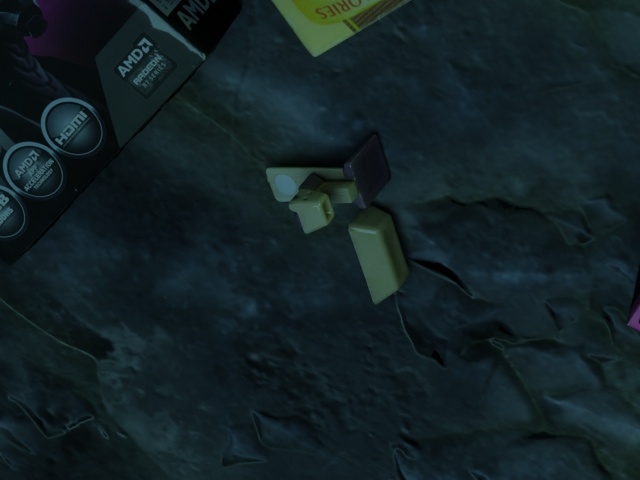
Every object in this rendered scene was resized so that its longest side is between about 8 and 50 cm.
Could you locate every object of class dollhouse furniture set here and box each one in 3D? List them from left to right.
[{"bbox_3d":[0.000,0.000,1.256,0.081,0.091,0.114,0,123,33],"label":"dollhouse furniture set"}]

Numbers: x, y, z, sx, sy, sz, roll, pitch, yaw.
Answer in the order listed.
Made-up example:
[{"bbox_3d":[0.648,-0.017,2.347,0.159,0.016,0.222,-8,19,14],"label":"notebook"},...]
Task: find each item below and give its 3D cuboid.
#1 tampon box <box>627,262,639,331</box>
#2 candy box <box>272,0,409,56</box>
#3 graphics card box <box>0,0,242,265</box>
[{"bbox_3d":[0.293,0.023,1.167,0.161,0.101,0.120,27,122,0],"label":"tampon box"},{"bbox_3d":[-0.014,-0.287,1.085,0.183,0.087,0.316,-28,107,26],"label":"candy box"},{"bbox_3d":[-0.263,-0.184,1.210,0.371,0.094,0.233,41,121,-11],"label":"graphics card box"}]
